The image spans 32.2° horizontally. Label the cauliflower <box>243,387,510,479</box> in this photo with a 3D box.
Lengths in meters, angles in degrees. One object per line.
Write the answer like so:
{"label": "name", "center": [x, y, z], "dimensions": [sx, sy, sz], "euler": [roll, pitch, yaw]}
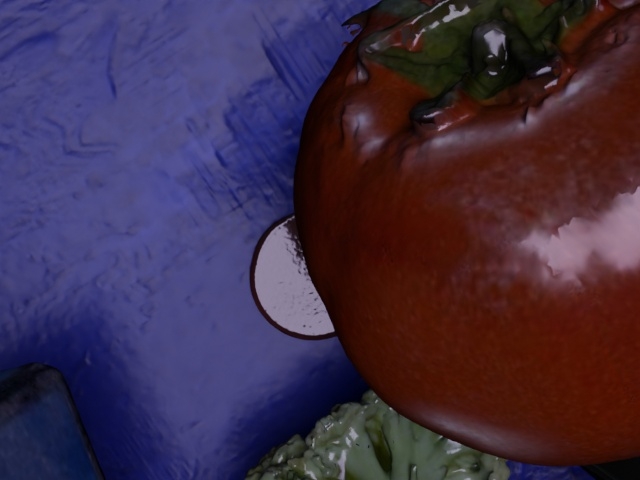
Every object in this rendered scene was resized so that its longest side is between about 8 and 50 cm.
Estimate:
{"label": "cauliflower", "center": [0.061, 0.262, 0.739], "dimensions": [0.260, 0.281, 0.327], "euler": [1, 101, -34]}

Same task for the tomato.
{"label": "tomato", "center": [0.144, -0.021, 0.703], "dimensions": [0.341, 0.341, 0.272], "euler": [-28, 123, -3]}

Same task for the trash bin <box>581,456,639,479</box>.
{"label": "trash bin", "center": [0.323, 0.122, 0.811], "dimensions": [0.122, 0.164, 0.240], "euler": [44, 86, -8]}

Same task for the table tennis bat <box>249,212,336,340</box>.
{"label": "table tennis bat", "center": [0.000, 0.000, 0.837], "dimensions": [0.098, 0.019, 0.154], "euler": [9, 96, -6]}

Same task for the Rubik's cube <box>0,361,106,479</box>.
{"label": "Rubik's cube", "center": [-0.303, 0.308, 0.611], "dimensions": [0.359, 0.363, 0.362], "euler": [-18, 99, 23]}
